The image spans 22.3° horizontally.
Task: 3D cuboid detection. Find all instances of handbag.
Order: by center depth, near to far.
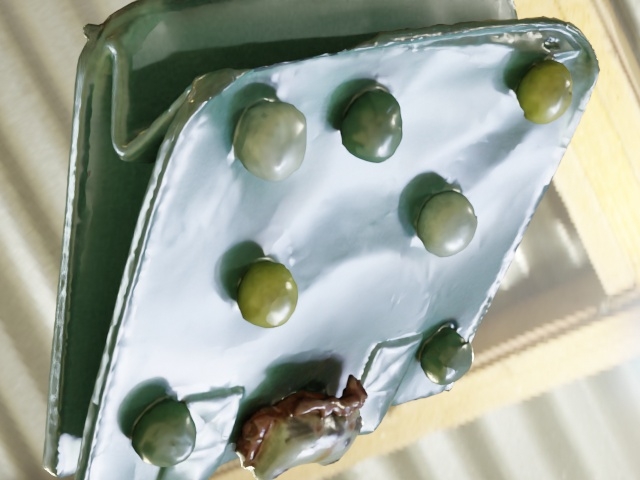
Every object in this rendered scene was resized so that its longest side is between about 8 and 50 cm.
[{"bbox_3d":[0.004,0.001,0.804,0.100,0.268,0.274,40,-52,35],"label":"handbag"}]
